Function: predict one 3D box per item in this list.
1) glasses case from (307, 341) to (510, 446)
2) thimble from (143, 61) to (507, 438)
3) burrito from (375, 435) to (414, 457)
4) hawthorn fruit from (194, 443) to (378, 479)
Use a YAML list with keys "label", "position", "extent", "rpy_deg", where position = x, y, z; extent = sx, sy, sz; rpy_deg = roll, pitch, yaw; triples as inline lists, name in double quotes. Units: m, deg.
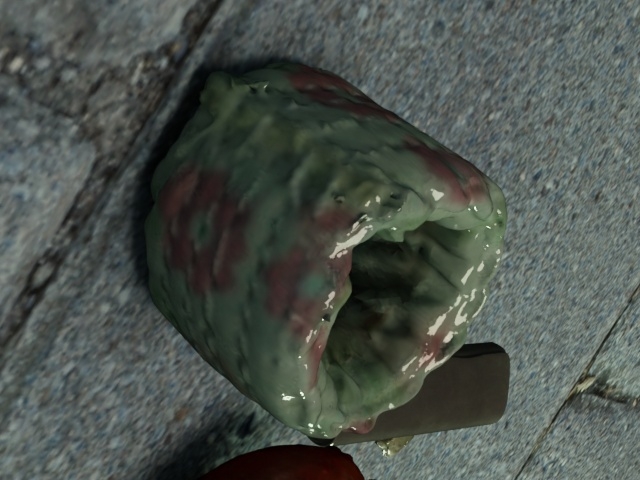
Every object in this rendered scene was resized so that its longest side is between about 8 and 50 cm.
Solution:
- label: "glasses case"
  position: [0.074, 0.122, 1.027]
  extent: [0.190, 0.042, 0.072]
  rpy_deg: [0, 103, -39]
- label: "thimble"
  position: [0.000, 0.000, 0.732]
  extent: [0.185, 0.149, 0.211]
  rpy_deg: [-45, 149, -15]
- label: "burrito"
  position: [0.086, 0.102, 1.080]
  extent: [0.051, 0.042, 0.171]
  rpy_deg: [28, 94, -51]
- label: "hawthorn fruit"
  position: [-0.027, 0.231, 0.899]
  extent: [0.202, 0.185, 0.185]
  rpy_deg: [-40, 148, -34]
